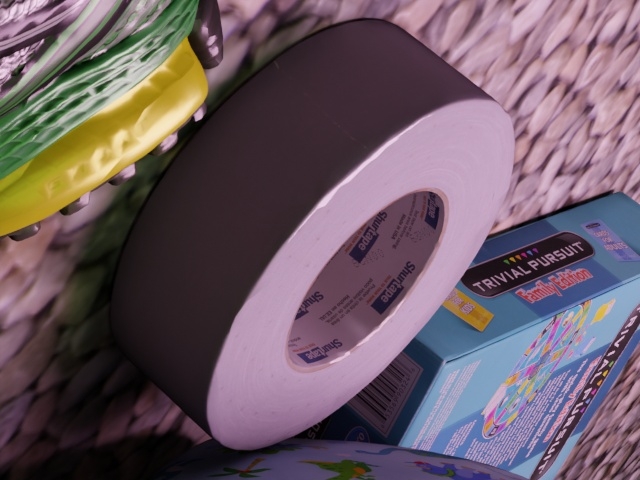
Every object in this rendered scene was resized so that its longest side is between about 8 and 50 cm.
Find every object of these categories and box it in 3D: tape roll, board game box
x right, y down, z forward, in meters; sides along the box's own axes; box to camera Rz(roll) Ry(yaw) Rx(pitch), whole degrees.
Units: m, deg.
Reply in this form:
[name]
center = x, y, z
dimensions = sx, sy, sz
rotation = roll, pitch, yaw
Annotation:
[tape roll]
center = 0.000, 0.000, 0.877
dimensions = 0.219, 0.072, 0.219
rotation = -39, 156, -22
[board game box]
center = 0.098, 0.114, 1.212
dimensions = 0.336, 0.079, 0.253
rotation = -18, 141, -51

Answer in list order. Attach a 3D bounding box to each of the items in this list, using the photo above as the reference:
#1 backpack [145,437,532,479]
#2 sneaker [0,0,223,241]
[backpack]
center = -0.003, 0.215, 0.893
dimensions = 0.355, 0.290, 0.273
rotation = -42, 136, -59
[sneaker]
center = -0.167, -0.038, 0.487
dimensions = 0.343, 0.134, 0.146
rotation = -46, 151, -32
